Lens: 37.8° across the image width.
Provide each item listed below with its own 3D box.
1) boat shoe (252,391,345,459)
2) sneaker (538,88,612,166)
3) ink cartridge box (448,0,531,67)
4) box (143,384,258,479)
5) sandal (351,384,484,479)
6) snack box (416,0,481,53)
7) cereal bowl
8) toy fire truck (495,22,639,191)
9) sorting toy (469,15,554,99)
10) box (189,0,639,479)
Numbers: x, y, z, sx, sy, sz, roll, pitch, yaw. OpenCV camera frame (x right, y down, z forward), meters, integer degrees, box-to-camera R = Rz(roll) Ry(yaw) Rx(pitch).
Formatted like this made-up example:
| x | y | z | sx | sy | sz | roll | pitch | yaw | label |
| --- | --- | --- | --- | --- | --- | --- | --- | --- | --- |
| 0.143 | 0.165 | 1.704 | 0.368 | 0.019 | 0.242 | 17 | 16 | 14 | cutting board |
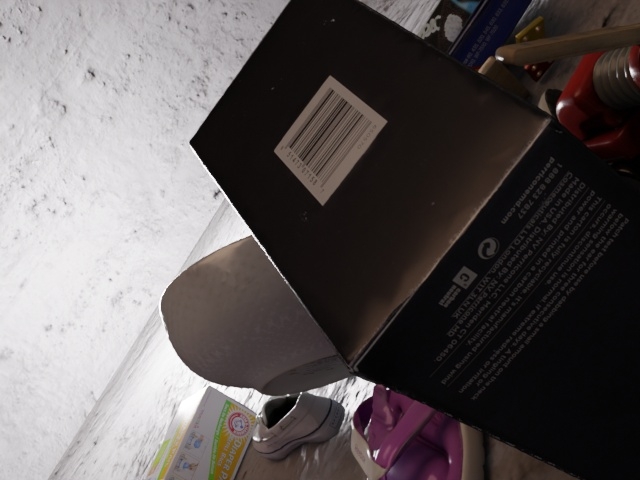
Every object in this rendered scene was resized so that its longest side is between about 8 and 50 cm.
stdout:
| x | y | z | sx | sy | sz | roll | pitch | yaw | label |
| --- | --- | --- | --- | --- | --- | --- | --- | --- | --- |
| -0.049 | 0.244 | 1.299 | 0.226 | 0.076 | 0.083 | -36 | 24 | 52 | boat shoe |
| 0.257 | -0.047 | 0.993 | 0.279 | 0.107 | 0.118 | -69 | 1 | -51 | sneaker |
| 0.217 | -0.256 | 1.429 | 0.303 | 0.072 | 0.307 | -56 | 1 | -8 | ink cartridge box |
| -0.195 | 0.348 | 1.475 | 0.114 | 0.103 | 0.203 | -37 | 24 | 50 | box |
| 0.086 | 0.178 | 0.971 | 0.169 | 0.102 | 0.416 | -44 | 19 | 38 | sandal |
| 0.190 | -0.326 | 1.517 | 0.322 | 0.060 | 0.187 | -57 | -2 | 15 | snack box |
| -0.021 | 0.101 | 1.164 | 0.339 | 0.339 | 0.141 | -39 | 60 | 46 | cereal bowl |
| 0.265 | -0.135 | 0.809 | 0.158 | 0.246 | 0.217 | -58 | 15 | -11 | toy fire truck |
| 0.219 | -0.194 | 1.305 | 0.274 | 0.132 | 0.046 | -52 | 57 | 11 | sorting toy |
| 0.112 | -0.008 | 0.710 | 0.179 | 0.312 | 0.343 | -52 | 36 | 9 | box |
